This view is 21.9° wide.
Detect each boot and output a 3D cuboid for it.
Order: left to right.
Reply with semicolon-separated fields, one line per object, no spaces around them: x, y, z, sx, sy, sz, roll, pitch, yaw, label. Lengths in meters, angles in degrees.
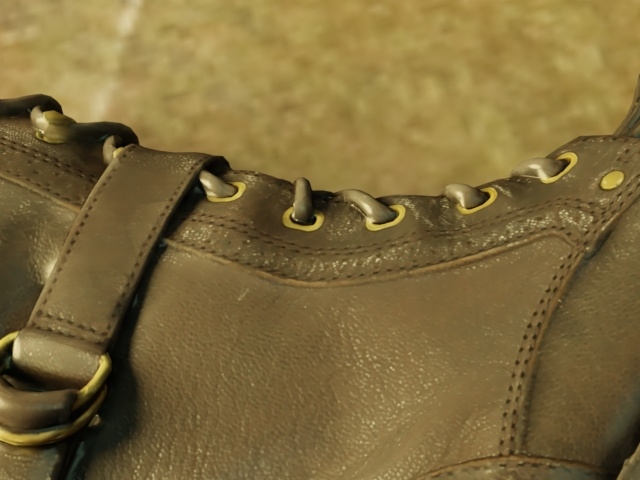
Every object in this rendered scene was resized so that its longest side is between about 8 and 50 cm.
0.000;0.000;0.381;0.229;0.091;0.263;18;61;20;boot
